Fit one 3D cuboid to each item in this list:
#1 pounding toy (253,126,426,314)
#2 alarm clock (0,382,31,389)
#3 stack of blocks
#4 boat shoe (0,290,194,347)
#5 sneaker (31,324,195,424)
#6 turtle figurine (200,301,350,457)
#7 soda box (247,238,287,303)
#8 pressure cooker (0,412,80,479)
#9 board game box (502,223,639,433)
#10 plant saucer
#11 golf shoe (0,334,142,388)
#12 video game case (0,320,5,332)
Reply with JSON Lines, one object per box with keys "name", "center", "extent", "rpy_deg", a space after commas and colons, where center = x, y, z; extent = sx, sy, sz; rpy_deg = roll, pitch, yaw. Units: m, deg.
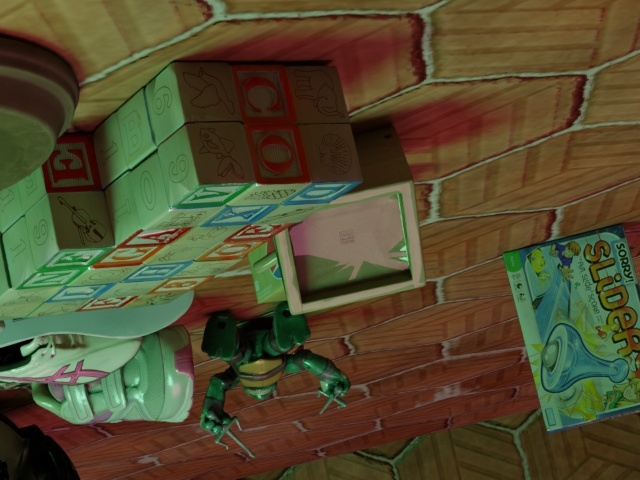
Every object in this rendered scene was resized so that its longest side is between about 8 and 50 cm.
{"name": "pounding toy", "center": [0.007, -0.011, 1.405], "extent": [0.130, 0.100, 0.141], "rpy_deg": [-12, 131, -3]}
{"name": "alarm clock", "center": [-0.385, 0.152, 1.819], "extent": [0.192, 0.064, 0.129], "rpy_deg": [-1, 162, -35]}
{"name": "stack of blocks", "center": [-0.125, -0.029, 1.259], "extent": [0.171, 0.087, 0.297], "rpy_deg": [-4, 164, -34]}
{"name": "boat shoe", "center": [-0.226, 0.050, 1.538], "extent": [0.228, 0.080, 0.076], "rpy_deg": [-13, -164, -11]}
{"name": "sneaker", "center": [-0.220, 0.148, 1.858], "extent": [0.111, 0.103, 0.252], "rpy_deg": [1, 167, -37]}
{"name": "turtle figurine", "center": [-0.066, 0.148, 2.001], "extent": [0.175, 0.118, 0.234], "rpy_deg": [-26, 153, -10]}
{"name": "soda box", "center": [0.000, 0.000, 1.559], "extent": [0.058, 0.061, 0.181], "rpy_deg": [-5, 165, -28]}
{"name": "pressure cooker", "center": [-0.470, 0.385, 2.051], "extent": [0.420, 0.370, 0.375], "rpy_deg": [-17, 163, 14]}
{"name": "board game box", "center": [0.287, 0.096, 1.931], "extent": [0.136, 0.201, 0.035], "rpy_deg": [-15, 167, 5]}
{"name": "plant saucer", "center": [-0.283, -0.058, 1.098], "extent": [0.278, 0.041, 0.278], "rpy_deg": [-12, 167, -3]}
{"name": "golf shoe", "center": [-0.263, 0.108, 1.743], "extent": [0.186, 0.067, 0.086], "rpy_deg": [-10, 167, -14]}
{"name": "video game case", "center": [-0.429, 0.140, 1.325], "extent": [0.300, 0.036, 0.329], "rpy_deg": [-45, 157, 13]}
